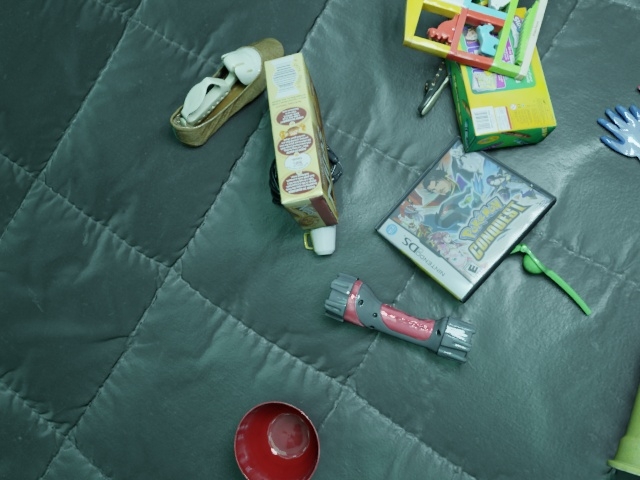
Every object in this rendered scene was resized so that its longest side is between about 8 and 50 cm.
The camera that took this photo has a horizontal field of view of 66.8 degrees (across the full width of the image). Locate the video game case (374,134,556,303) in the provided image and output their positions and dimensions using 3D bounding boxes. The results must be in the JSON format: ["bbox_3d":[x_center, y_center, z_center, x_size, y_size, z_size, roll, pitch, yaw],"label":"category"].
[{"bbox_3d":[0.291,-0.051,1.009,0.275,0.035,0.248,-49,61,3],"label":"video game case"}]

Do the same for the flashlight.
[{"bbox_3d":[0.163,0.158,1.009,0.304,0.103,0.103,17,84,15],"label":"flashlight"}]

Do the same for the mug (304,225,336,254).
[{"bbox_3d":[0.004,0.000,1.094,0.062,0.078,0.064,-6,90,-21],"label":"mug"}]

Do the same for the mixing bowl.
[{"bbox_3d":[-0.080,0.426,1.029,0.181,0.098,0.181,-2,82,12],"label":"mixing bowl"}]

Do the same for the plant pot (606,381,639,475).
[{"bbox_3d":[0.656,0.297,0.819,0.276,0.276,0.253,13,74,14],"label":"plant pot"}]

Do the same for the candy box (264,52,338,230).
[{"bbox_3d":[-0.038,-0.199,1.013,0.088,0.183,0.316,-11,73,9],"label":"candy box"}]

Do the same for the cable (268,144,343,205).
[{"bbox_3d":[-0.050,-0.157,1.123,0.184,0.047,0.150,-41,76,5],"label":"cable"}]

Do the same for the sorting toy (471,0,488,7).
[{"bbox_3d":[0.366,-0.525,1.039,0.275,0.132,0.046,-22,108,-2],"label":"sorting toy"}]

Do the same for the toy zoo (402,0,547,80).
[{"bbox_3d":[0.284,-0.448,0.950,0.293,0.030,0.192,16,89,-1],"label":"toy zoo"}]

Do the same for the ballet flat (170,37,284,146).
[{"bbox_3d":[-0.228,-0.366,1.149,0.342,0.124,0.116,-41,77,4],"label":"ballet flat"}]

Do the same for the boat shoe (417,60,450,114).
[{"bbox_3d":[0.252,-0.338,1.079,0.042,0.049,0.133,32,83,10],"label":"boat shoe"}]

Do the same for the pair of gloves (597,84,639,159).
[{"bbox_3d":[0.680,-0.242,0.986,0.198,0.023,0.159,-39,78,6],"label":"pair of gloves"}]

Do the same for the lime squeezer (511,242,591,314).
[{"bbox_3d":[0.404,0.058,0.991,0.310,0.059,0.110,15,86,13],"label":"lime squeezer"}]

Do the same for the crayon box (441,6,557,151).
[{"bbox_3d":[0.365,-0.336,1.011,0.165,0.081,0.278,-7,77,-2],"label":"crayon box"}]
